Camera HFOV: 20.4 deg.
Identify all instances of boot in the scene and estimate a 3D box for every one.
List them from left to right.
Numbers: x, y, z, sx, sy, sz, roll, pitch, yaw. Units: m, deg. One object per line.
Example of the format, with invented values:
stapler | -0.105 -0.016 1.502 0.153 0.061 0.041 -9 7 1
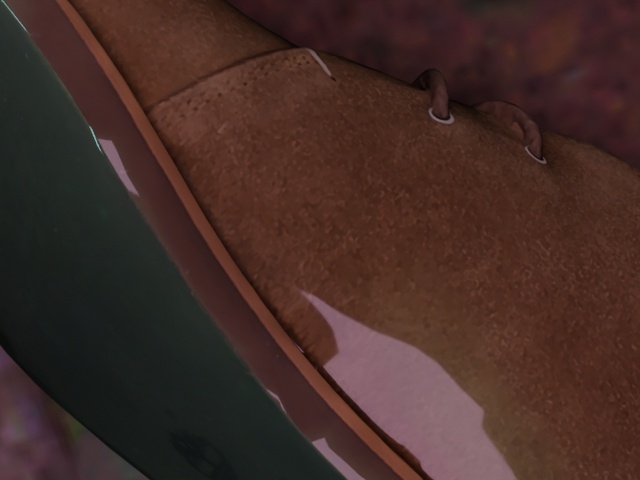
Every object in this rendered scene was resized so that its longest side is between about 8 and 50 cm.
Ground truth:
boot | 0.000 0.000 0.383 0.115 0.112 0.305 -41 89 -25
